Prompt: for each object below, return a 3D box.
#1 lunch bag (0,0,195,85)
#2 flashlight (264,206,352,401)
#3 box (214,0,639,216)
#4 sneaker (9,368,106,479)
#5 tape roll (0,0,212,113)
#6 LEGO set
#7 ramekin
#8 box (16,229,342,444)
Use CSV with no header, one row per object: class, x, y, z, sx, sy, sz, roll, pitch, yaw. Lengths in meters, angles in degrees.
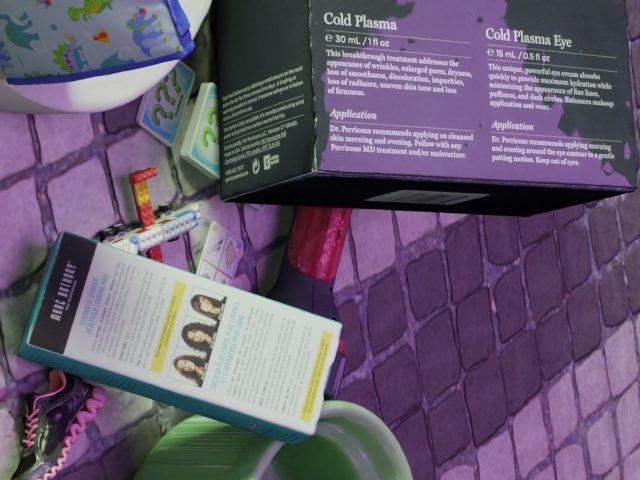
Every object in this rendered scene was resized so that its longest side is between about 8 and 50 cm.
lunch bag,-0.171,-0.188,1.438,0.096,0.151,0.128,-48,128,-43
flashlight,0.000,0.000,1.861,0.103,0.103,0.304,38,62,-55
box,0.093,-0.190,1.783,0.343,0.179,0.312,3,82,-30
sneaker,-0.224,0.151,1.603,0.057,0.047,0.119,47,50,-20
tape roll,-0.214,-0.292,1.567,0.392,0.072,0.392,-3,93,-56
LEGO set,-0.107,-0.024,1.748,0.182,0.060,0.244,37,61,-45
ramekin,-0.050,0.288,1.757,0.303,0.148,0.303,-3,93,-56
box,-0.113,0.081,1.611,0.244,0.060,0.100,19,71,-11
